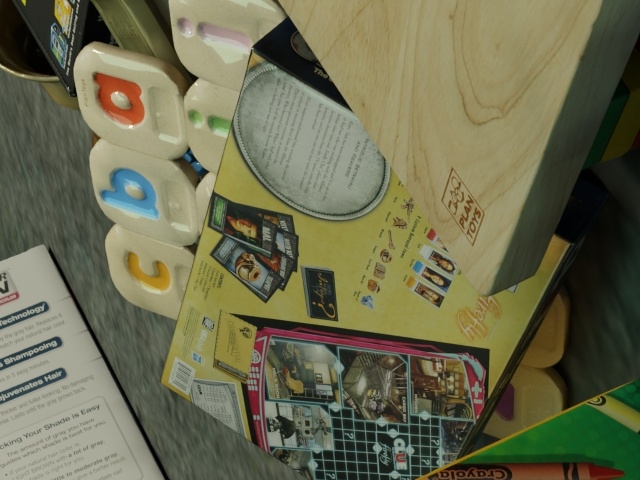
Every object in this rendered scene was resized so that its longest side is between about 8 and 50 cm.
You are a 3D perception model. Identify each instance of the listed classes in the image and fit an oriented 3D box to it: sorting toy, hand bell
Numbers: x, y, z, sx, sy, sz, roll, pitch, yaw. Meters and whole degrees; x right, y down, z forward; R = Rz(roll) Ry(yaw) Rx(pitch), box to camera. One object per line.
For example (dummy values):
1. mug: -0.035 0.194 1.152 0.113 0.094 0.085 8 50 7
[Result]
1. sorting toy: 0.056 -0.157 0.580 0.255 0.089 0.257 58 157 26
2. hand bell: -0.164 -0.100 1.190 0.126 0.126 0.242 55 168 30

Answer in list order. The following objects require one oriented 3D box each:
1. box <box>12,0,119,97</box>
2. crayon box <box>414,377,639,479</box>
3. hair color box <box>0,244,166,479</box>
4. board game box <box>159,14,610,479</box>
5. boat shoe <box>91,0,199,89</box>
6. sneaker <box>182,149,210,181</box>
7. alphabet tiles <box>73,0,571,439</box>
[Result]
1. box: -0.159 -0.259 0.986 0.216 0.060 0.270 56 146 29
2. crayon box: 0.076 0.194 0.759 0.081 0.165 0.278 56 156 28
3. hair color box: -0.294 0.193 1.636 0.347 0.173 0.105 59 158 23
4. board game box: 0.019 0.028 0.760 0.165 0.042 0.243 32 137 11
5. boat shoe: -0.057 -0.121 0.858 0.302 0.103 0.113 54 169 -27
6. sneaker: -0.074 -0.044 1.034 0.191 0.071 0.083 48 157 43
7. alphabet tiles: 0.000 0.000 0.799 0.278 0.021 0.284 17 133 26
